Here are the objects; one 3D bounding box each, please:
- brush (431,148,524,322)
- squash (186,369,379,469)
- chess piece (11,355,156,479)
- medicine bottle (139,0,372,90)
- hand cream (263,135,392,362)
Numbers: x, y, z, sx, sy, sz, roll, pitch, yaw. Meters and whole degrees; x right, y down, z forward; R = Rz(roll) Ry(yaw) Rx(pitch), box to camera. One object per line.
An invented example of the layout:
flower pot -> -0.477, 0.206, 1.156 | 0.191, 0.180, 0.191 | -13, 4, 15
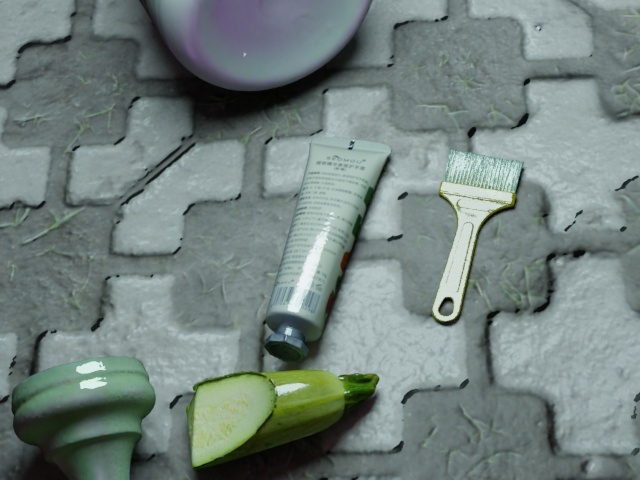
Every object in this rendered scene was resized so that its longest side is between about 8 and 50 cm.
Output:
brush -> 0.154, -0.004, 1.299 | 0.083, 0.011, 0.205 | 11, 64, 14
squash -> -0.038, 0.160, 1.203 | 0.200, 0.075, 0.090 | -16, 34, -1
chess piece -> -0.201, 0.256, 1.165 | 0.139, 0.139, 0.272 | -17, 72, 0
medicine bottle -> -0.106, -0.354, 1.397 | 0.256, 0.256, 0.325 | -27, 50, -6
hand cream -> 0.000, 0.000, 1.301 | 0.095, 0.059, 0.276 | 9, 58, 16
